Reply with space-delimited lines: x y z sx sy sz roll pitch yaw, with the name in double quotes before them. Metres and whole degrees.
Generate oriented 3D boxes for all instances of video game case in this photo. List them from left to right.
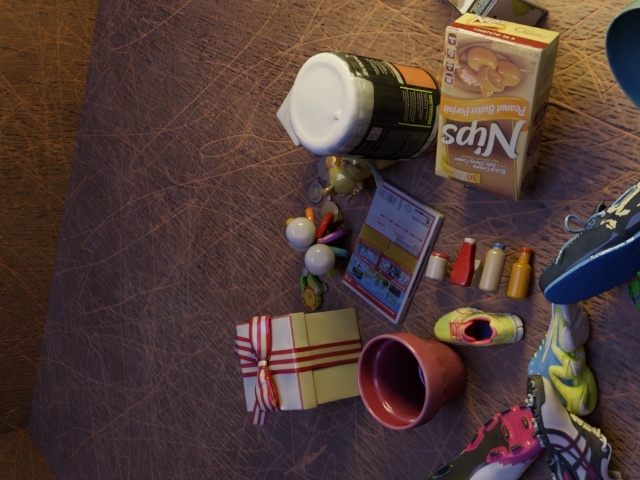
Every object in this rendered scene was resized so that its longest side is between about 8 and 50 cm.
"video game case" 0.165 0.025 1.684 0.204 0.025 0.285 37 117 40

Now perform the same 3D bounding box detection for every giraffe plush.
"giraffe plush" 0.079 -0.180 1.677 0.170 0.181 0.210 -43 43 53

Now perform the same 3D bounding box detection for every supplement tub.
"supplement tub" 0.120 -0.273 1.492 0.207 0.338 0.207 2 93 48

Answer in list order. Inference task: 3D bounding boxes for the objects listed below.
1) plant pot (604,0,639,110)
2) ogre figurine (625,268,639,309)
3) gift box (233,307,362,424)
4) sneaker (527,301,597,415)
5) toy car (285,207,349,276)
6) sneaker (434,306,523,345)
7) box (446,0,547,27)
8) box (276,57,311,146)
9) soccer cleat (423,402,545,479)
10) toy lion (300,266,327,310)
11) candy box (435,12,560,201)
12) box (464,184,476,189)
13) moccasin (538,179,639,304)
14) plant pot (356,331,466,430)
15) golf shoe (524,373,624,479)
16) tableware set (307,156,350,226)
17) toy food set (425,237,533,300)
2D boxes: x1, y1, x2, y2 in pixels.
"plant pot" 0.603 -0.290 1.044 0.195 0.290 0.290 -43 53 -3
"ogre figurine" 0.602 0.085 1.162 0.197 0.097 0.118 -23 55 30
"gift box" -0.069 0.311 1.779 0.276 0.258 0.255 -23 74 45
"sneaker" 0.438 0.210 1.342 0.126 0.091 0.240 -10 84 48
"toy car" 0.000 0.000 1.790 0.136 0.159 0.182 -35 87 -4
"sneaker" 0.309 0.182 1.479 0.208 0.094 0.082 -13 83 49
"box" 0.296 -0.519 1.420 0.087 0.169 0.290 -54 53 31
"box" 0.023 -0.321 1.713 0.182 0.181 0.119 -53 55 34
"soccer cleat" 0.356 0.453 1.442 0.331 0.143 0.116 -43 31 16
"toy lion" -0.026 0.133 1.897 0.100 0.034 0.096 57 137 30
"candy box" 0.322 -0.245 1.335 0.183 0.087 0.316 24 135 29
"box" 0.342 -0.138 1.489 0.083 0.018 0.067 14 102 47
"moccasin" 0.523 -0.017 1.231 0.342 0.137 0.117 -39 44 22
"plant pot" 0.209 0.291 1.529 0.201 0.180 0.201 2 93 47
"golf shoe" 0.449 0.348 1.283 0.120 0.105 0.273 -21 105 13
"tableware set" 0.023 -0.128 1.840 0.169 0.020 0.141 56 130 28
"toy food set" 0.313 0.046 1.465 0.232 0.111 0.105 13 89 48
